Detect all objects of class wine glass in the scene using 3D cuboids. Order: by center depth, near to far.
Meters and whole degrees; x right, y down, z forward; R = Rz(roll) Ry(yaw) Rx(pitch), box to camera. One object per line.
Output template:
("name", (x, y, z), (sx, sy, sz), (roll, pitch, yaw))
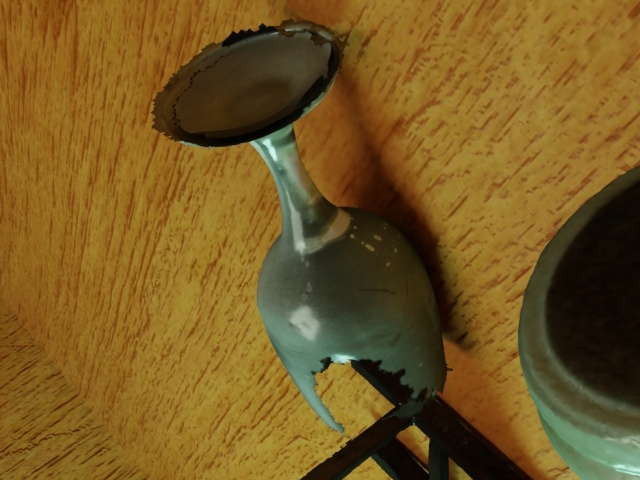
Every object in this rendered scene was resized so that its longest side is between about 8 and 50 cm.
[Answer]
("wine glass", (0.000, 0.000, 1.073), (0.143, 0.143, 0.321), (27, 150, 49))

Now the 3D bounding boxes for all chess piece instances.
("chess piece", (0.235, 0.112, 0.710), (0.195, 0.194, 0.299), (25, 155, 52))

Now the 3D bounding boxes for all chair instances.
("chair", (0.101, 0.323, 1.230), (0.416, 0.241, 0.203), (41, 155, 30))
